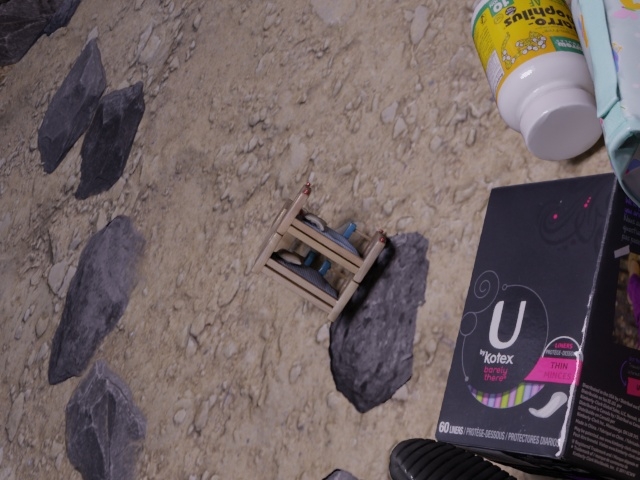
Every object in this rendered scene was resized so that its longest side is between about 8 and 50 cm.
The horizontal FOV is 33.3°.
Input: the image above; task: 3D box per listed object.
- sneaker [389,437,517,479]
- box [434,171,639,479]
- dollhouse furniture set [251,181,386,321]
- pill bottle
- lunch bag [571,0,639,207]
[{"bbox_3d":[0.169,0.313,0.928,0.330,0.122,0.146,39,116,25],"label":"sneaker"},{"bbox_3d":[0.240,0.088,1.034,0.165,0.143,0.270,-6,65,52],"label":"box"},{"bbox_3d":[0.000,0.000,1.456,0.129,0.129,0.183,-56,6,11],"label":"dollhouse furniture set"},{"bbox_3d":[0.249,-0.193,1.217,0.117,0.118,0.208,-40,41,31],"label":"pill bottle"},{"bbox_3d":[0.329,-0.125,0.943,0.160,0.262,0.223,-31,46,39],"label":"lunch bag"}]
